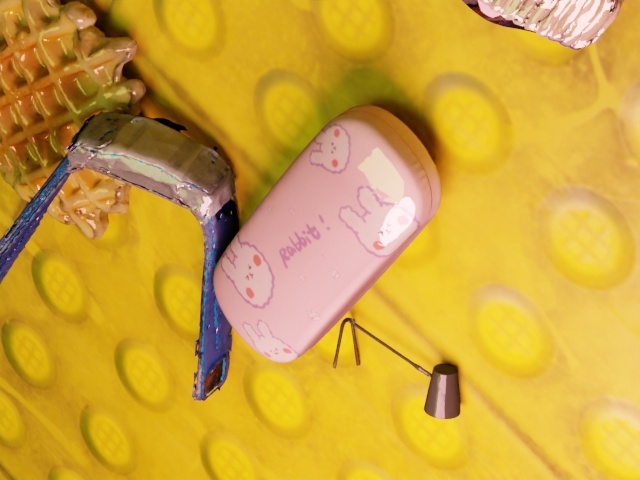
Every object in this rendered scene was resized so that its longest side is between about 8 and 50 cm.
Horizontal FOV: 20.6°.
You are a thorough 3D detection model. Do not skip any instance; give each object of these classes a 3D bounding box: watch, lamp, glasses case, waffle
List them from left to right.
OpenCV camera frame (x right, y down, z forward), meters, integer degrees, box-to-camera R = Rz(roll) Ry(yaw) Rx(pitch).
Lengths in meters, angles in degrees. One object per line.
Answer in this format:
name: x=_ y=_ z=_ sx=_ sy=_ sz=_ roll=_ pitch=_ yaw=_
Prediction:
waffle: x=-0.259 y=-0.133 z=1.646 sx=0.250 sy=0.056 sz=0.261 roll=32 pitch=131 yaw=24
watch: x=-0.208 y=0.000 z=1.621 sx=0.276 sy=0.068 sz=0.274 roll=16 pitch=130 yaw=10
glasses case: x=0.000 y=0.000 z=1.470 sx=0.113 sy=0.075 sz=0.297 roll=50 pitch=137 yaw=9
lamp: x=0.069 y=0.107 z=1.509 sx=0.121 sy=0.041 sz=0.054 roll=19 pitch=119 yaw=31

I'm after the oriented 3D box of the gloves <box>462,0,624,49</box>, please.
gloves: x=0.189 y=-0.241 z=1.100 sx=0.210 sy=0.135 sz=0.312 roll=55 pitch=136 yaw=11
